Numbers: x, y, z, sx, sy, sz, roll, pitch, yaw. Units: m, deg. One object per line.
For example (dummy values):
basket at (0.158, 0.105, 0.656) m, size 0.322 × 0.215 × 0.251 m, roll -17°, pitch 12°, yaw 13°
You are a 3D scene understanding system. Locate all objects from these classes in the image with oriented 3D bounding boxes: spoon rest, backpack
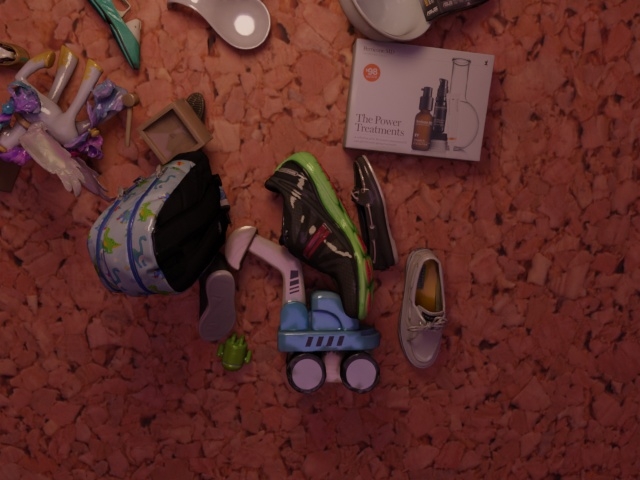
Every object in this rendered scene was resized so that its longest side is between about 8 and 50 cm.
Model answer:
spoon rest at (-0.265, -0.591, 1.298) m, size 0.276 × 0.084 × 0.137 m, roll 17°, pitch 99°, yaw -6°
backpack at (-0.365, -0.015, 1.172) m, size 0.273 × 0.356 × 0.290 m, roll -7°, pitch 121°, yaw -2°

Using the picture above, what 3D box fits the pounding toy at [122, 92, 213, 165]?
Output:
pounding toy at (-0.416, -0.295, 1.287) m, size 0.181 × 0.094 × 0.206 m, roll -30°, pitch 107°, yaw 17°

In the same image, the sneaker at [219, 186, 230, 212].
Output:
sneaker at (-0.359, -0.099, 1.391) m, size 0.211 × 0.080 × 0.081 m, roll -12°, pitch 80°, yaw -3°

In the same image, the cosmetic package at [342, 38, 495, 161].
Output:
cosmetic package at (0.262, -0.376, 1.369) m, size 0.376 × 0.097 × 0.285 m, roll 5°, pitch 97°, yaw -5°

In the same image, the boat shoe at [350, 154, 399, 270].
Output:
boat shoe at (0.134, -0.068, 1.404) m, size 0.095 × 0.112 × 0.335 m, roll -19°, pitch 104°, yaw -5°

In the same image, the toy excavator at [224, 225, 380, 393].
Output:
toy excavator at (-0.049, 0.184, 1.411) m, size 0.432 × 0.222 × 0.446 m, roll 0°, pitch 86°, yaw -3°

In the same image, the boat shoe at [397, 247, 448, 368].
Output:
boat shoe at (0.310, 0.213, 1.442) m, size 0.135 × 0.156 × 0.367 m, roll 2°, pitch 99°, yaw -4°

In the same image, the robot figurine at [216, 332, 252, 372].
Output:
robot figurine at (-0.253, 0.332, 1.468) m, size 0.101 × 0.067 × 0.115 m, roll 13°, pitch 99°, yaw -5°

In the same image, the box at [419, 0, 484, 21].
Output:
box at (0.331, -0.681, 1.283) m, size 0.231 × 0.056 × 0.183 m, roll -30°, pitch 103°, yaw -31°

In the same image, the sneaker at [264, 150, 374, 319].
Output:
sneaker at (0.000, 0.000, 1.350) m, size 0.202 × 0.185 × 0.483 m, roll -28°, pitch 76°, yaw 8°

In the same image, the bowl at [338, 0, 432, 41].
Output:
bowl at (0.144, -0.629, 1.268) m, size 0.297 × 0.134 × 0.298 m, roll 3°, pitch 84°, yaw -33°

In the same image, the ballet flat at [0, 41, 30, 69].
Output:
ballet flat at (-0.868, -0.490, 1.262) m, size 0.232 × 0.073 × 0.080 m, roll 6°, pitch 102°, yaw -13°

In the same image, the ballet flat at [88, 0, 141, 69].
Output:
ballet flat at (-0.516, -0.569, 1.288) m, size 0.087 × 0.083 × 0.247 m, roll -34°, pitch 103°, yaw -12°

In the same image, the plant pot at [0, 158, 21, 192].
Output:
plant pot at (-0.875, -0.194, 1.318) m, size 0.109 × 0.096 × 0.109 m, roll 25°, pitch 97°, yaw -8°

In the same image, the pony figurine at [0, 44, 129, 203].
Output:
pony figurine at (-0.651, -0.277, 1.254) m, size 0.351 × 0.303 × 0.364 m, roll 36°, pitch 81°, yaw -1°

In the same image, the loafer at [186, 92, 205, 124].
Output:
loafer at (-0.342, -0.325, 1.354) m, size 0.056 × 0.050 × 0.148 m, roll 13°, pitch 102°, yaw -1°

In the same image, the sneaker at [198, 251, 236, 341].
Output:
sneaker at (-0.303, 0.152, 1.425) m, size 0.104 × 0.147 × 0.296 m, roll -5°, pitch 132°, yaw -22°
